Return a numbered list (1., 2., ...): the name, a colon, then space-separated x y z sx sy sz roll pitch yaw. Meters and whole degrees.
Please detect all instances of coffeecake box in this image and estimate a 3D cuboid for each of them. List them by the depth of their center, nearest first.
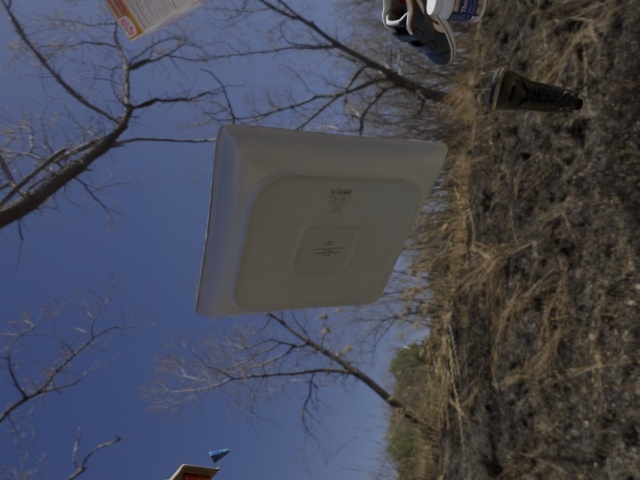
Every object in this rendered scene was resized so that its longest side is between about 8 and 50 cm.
1. coffeecake box: -0.222 -0.396 0.686 0.142 0.185 0.068 -88 -27 -59

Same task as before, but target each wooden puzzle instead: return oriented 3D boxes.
1. wooden puzzle: -0.164 0.300 0.521 0.116 0.014 0.078 -53 -38 3

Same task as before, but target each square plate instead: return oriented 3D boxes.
1. square plate: 0.000 0.000 0.671 0.049 0.347 0.344 -116 34 -43

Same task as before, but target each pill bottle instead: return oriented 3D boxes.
1. pill bottle: 0.311 -0.541 1.000 0.067 0.120 0.067 179 90 -80

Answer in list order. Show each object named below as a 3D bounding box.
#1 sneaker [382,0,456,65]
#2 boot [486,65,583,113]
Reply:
1. sneaker: 0.254 -0.583 1.178 0.127 0.126 0.321 -51 -52 -7
2. boot: 0.380 -0.256 0.763 0.198 0.137 0.076 -29 -46 -50
